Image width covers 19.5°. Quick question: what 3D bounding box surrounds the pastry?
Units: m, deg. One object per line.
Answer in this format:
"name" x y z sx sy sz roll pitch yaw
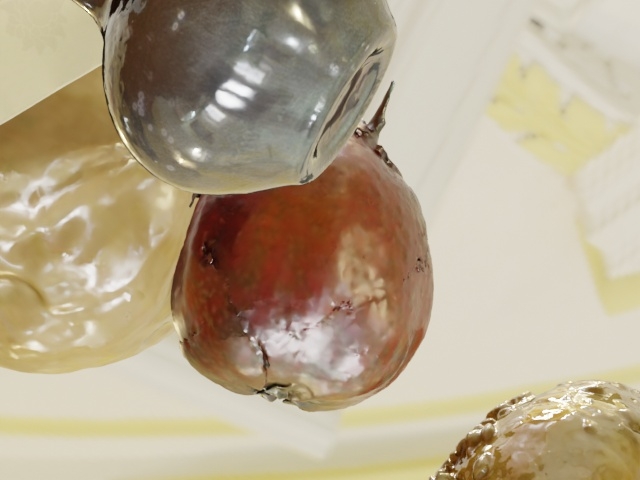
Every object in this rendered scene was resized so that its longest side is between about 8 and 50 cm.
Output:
"pastry" 0.172 0.239 1.471 0.184 0.316 0.284 20 -83 21

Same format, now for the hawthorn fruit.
"hawthorn fruit" 0.000 0.000 1.256 0.181 0.181 0.235 8 -109 54

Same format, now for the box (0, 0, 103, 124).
"box" -0.227 -0.126 1.187 0.168 0.095 0.212 -34 -163 -34

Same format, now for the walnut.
"walnut" -0.248 -0.067 1.623 0.383 0.383 0.383 -31 -134 38

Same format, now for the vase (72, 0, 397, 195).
"vase" -0.065 -0.095 0.698 0.120 0.183 0.120 -57 171 -15
